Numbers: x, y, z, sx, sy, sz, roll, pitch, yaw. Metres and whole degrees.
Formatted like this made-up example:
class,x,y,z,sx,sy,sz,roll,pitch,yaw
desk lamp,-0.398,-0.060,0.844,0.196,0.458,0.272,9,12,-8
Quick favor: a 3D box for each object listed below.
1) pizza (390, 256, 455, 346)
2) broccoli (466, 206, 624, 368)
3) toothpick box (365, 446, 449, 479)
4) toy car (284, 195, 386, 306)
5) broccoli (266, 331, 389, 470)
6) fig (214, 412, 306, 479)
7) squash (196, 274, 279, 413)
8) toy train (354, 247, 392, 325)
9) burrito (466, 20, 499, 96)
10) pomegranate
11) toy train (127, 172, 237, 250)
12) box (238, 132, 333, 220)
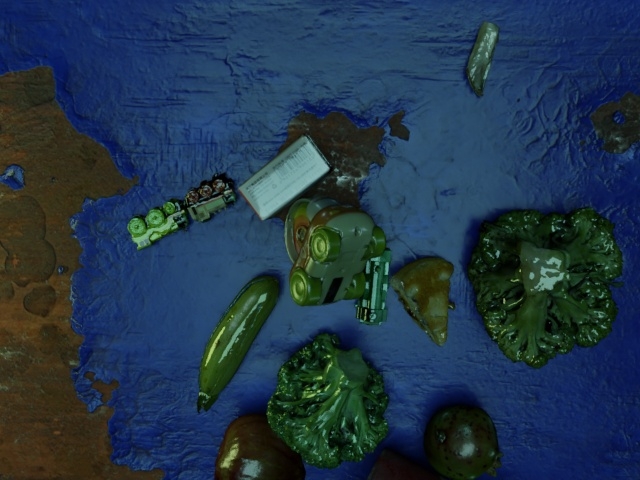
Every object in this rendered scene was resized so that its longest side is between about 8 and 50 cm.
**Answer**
class,x,y,z,sx,sy,sz,roll,pitch,yaw
pizza,0.222,0.132,1.466,0.154,0.069,0.194,-21,102,-36
broccoli,0.439,0.076,1.353,0.303,0.283,0.322,-16,75,14
toothpick box,0.236,0.583,1.400,0.333,0.204,0.204,25,96,17
toy car,0.000,0.000,1.404,0.145,0.235,0.235,-4,96,-35
broccoli,0.021,0.323,1.420,0.261,0.269,0.242,50,131,20
fig,-0.124,0.464,1.461,0.205,0.205,0.205,0,95,3
squash,-0.191,0.216,1.487,0.094,0.094,0.341,30,96,0
toy train,0.113,0.094,1.456,0.071,0.104,0.178,5,95,-2
burrito,0.331,-0.375,1.437,0.055,0.041,0.149,15,96,-12
pomegranate,0.307,0.427,1.456,0.205,0.159,0.159,38,96,-29
toy train,-0.292,-0.063,1.491,0.249,0.053,0.085,-26,101,4
box,-0.070,-0.131,1.434,0.182,0.133,0.099,-38,93,7
